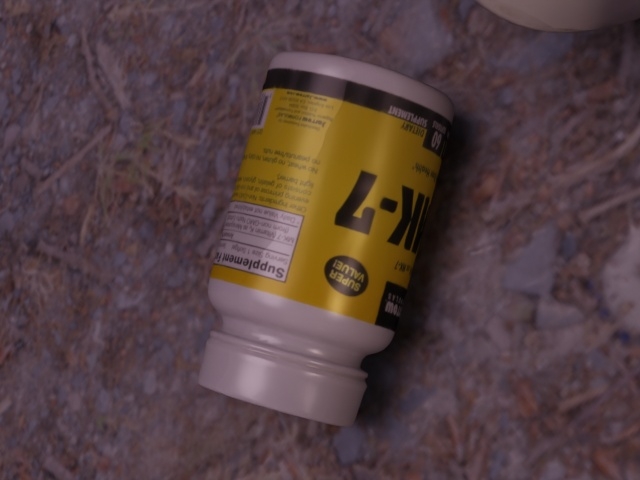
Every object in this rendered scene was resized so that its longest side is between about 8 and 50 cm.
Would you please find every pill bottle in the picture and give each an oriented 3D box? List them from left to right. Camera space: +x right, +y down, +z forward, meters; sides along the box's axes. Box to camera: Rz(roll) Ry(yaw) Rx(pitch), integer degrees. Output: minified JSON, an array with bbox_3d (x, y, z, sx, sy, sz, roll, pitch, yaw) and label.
[{"bbox_3d":[0.000,0.000,0.964,0.119,0.119,0.209,13,86,41],"label":"pill bottle"}]

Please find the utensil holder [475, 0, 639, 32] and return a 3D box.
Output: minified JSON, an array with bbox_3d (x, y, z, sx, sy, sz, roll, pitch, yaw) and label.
[{"bbox_3d":[0.095,-0.348,0.860,0.327,0.327,0.385,-49,55,18],"label":"utensil holder"}]
